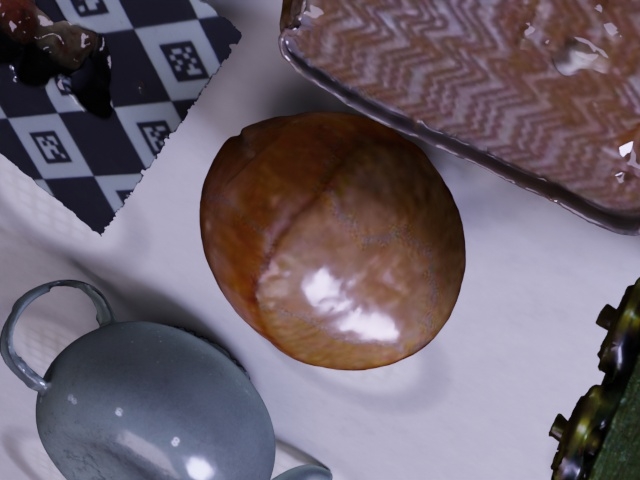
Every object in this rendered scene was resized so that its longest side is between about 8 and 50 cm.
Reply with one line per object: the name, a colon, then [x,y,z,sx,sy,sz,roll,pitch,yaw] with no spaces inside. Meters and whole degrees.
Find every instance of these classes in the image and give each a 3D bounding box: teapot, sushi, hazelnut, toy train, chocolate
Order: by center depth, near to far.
chocolate: [0.091,-0.106,0.553,0.214,0.093,0.148,26,146,9]
toy train: [0.173,0.068,0.611,0.090,0.225,0.137,23,161,16]
hazelnut: [0.000,0.000,0.717,0.150,0.150,0.150,20,143,16]
sushi: [-0.164,-0.138,0.747,0.219,0.047,0.231,40,140,-4]
teapot: [-0.124,0.142,0.991,0.294,0.129,0.193,43,144,-13]
